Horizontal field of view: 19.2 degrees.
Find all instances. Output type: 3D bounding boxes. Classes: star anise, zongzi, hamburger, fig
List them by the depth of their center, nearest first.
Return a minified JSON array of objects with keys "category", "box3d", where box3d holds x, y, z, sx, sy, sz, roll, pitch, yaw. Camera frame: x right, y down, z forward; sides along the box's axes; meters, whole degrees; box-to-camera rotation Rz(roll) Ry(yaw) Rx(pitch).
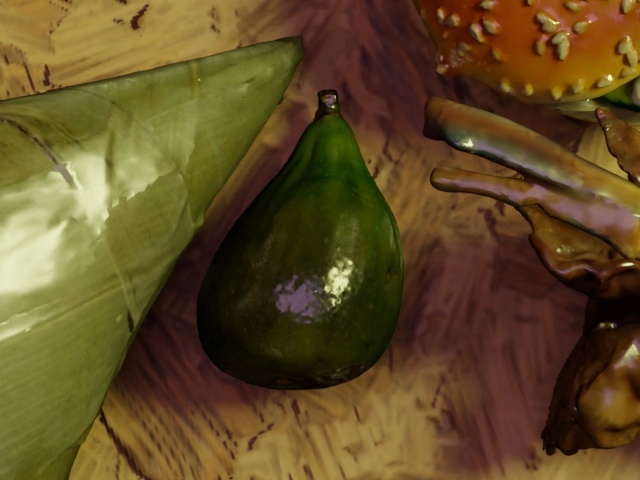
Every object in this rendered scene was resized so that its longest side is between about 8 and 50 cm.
[{"category":"star anise","box3d":[0.169,0.020,0.965,0.237,0.346,0.148,-36,40,19]},{"category":"hamburger","box3d":[0.154,-0.172,1.023,0.237,0.147,0.236,0,84,4]},{"category":"zongzi","box3d":[-0.154,0.087,1.060,0.393,0.174,0.356,-14,97,-21]},{"category":"fig","box3d":[0.000,0.000,1.061,0.117,0.117,0.177,13,63,10]}]
